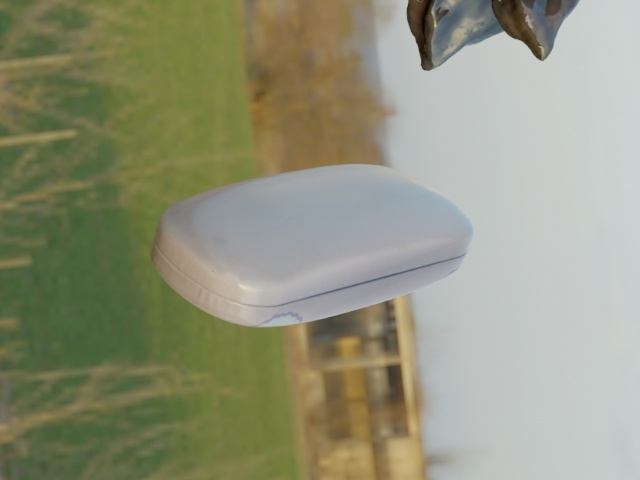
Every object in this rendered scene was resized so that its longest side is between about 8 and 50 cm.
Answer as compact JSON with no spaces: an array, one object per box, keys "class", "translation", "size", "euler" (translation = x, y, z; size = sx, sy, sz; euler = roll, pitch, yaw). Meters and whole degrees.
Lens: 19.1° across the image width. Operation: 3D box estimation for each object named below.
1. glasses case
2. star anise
[{"class":"glasses case","translation":[0.000,0.000,1.390],"size":[0.297,0.113,0.075],"euler":[-12,131,-50]},{"class":"star anise","translation":[0.109,-0.192,0.958],"size":[0.089,0.209,0.231],"euler":[37,33,-39]}]
